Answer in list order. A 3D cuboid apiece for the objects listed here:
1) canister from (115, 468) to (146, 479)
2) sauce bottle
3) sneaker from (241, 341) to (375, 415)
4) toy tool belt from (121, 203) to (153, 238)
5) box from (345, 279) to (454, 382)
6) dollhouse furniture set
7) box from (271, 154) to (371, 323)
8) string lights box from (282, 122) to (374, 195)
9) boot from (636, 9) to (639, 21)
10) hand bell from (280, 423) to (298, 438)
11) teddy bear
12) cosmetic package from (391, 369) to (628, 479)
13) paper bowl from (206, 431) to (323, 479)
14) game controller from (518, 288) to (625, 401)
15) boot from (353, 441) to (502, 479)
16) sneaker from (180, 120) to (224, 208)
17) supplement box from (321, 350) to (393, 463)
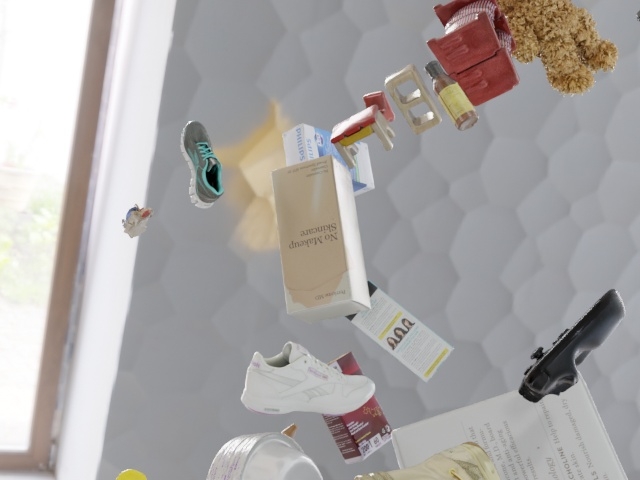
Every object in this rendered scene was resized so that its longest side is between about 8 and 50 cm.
[{"bbox_3d":[-0.421,0.592,1.709,0.073,0.169,0.126,18,44,13],"label":"canister"},{"bbox_3d":[0.209,-0.237,1.270,0.042,0.042,0.128,-1,58,-47],"label":"sauce bottle"},{"bbox_3d":[-0.015,0.299,1.705,0.305,0.152,0.114,3,9,-24],"label":"sneaker"},{"bbox_3d":[-0.380,-0.048,1.603,0.051,0.083,0.052,45,41,13],"label":"toy tool belt"},{"bbox_3d":[0.171,0.203,1.762,0.244,0.100,0.060,39,-3,11],"label":"box"},{"bbox_3d":[0.184,-0.316,1.508,0.374,0.152,0.201,-24,26,23],"label":"dollhouse furniture set"},{"bbox_3d":[0.000,0.000,1.609,0.148,0.311,0.121,-15,-20,18],"label":"box"},{"bbox_3d":[0.025,-0.205,2.042,0.077,0.133,0.260,-21,-20,38],"label":"string lights box"},{"bbox_3d":[0.514,-0.299,1.100,0.121,0.099,0.045,-23,28,12],"label":"boot"},{"bbox_3d":[-0.153,0.631,2.297,0.126,0.242,0.126,40,-9,8],"label":"hand bell"},{"bbox_3d":[0.465,-0.449,1.596,0.245,0.337,0.113,-24,-4,-9],"label":"teddy bear"},{"bbox_3d":[0.388,0.507,1.607,0.394,0.327,0.329,-19,-25,3],"label":"cosmetic package"},{"bbox_3d":[-0.093,0.530,1.579,0.148,0.284,0.284,-13,-2,30],"label":"paper bowl"},{"bbox_3d":[0.343,0.153,1.094,0.067,0.166,0.319,35,-4,18],"label":"game controller"},{"bbox_3d":[0.169,0.393,0.991,0.204,0.095,0.261,-5,54,-30],"label":"boot"},{"bbox_3d":[-0.212,-0.147,1.473,0.065,0.166,0.076,-11,-2,-37],"label":"sneaker"},{"bbox_3d":[0.072,0.412,1.948,0.130,0.239,0.073,-24,-6,-41],"label":"supplement box"}]
